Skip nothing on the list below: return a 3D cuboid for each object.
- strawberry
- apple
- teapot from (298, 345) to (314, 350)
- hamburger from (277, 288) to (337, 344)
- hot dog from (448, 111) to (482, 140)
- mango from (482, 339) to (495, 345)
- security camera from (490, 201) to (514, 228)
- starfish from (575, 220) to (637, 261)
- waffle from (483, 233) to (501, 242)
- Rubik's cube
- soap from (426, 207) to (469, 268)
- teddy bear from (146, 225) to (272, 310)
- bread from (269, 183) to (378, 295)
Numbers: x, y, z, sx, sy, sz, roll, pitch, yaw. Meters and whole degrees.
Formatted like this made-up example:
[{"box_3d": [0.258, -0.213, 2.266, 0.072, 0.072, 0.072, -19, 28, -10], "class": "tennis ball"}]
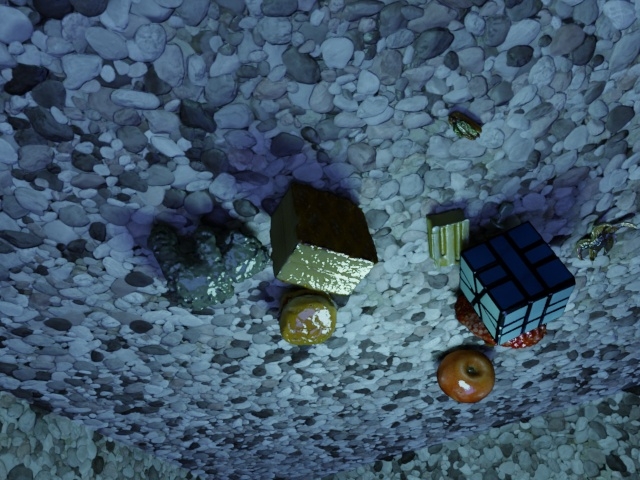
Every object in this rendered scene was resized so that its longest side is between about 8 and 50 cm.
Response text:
[{"box_3d": [0.713, 0.285, 2.046, 0.351, 0.312, 0.267, 4, 118, 12], "class": "strawberry"}, {"box_3d": [0.694, 0.639, 2.438, 0.271, 0.252, 0.206, 10, 135, -2], "class": "apple"}, {"box_3d": [-0.067, 0.372, 2.123, 0.148, 0.116, 0.146, -32, 121, 30], "class": "teapot"}, {"box_3d": [-0.052, 0.298, 1.971, 0.244, 0.163, 0.244, -7, 117, -13], "class": "hamburger"}, {"box_3d": [0.420, -0.327, 1.491, 0.133, 0.041, 0.056, 23, 129, -30], "class": "hot dog"}, {"box_3d": [0.827, 0.381, 2.279, 0.133, 0.111, 0.267, 25, 131, -12], "class": "mango"}, {"box_3d": [0.636, -0.094, 1.785, 0.058, 0.058, 0.092, 13, 121, -22], "class": "security camera"}, {"box_3d": [1.067, -0.008, 1.936, 0.216, 0.071, 0.238, -29, 144, 13], "class": "starfish"}, {"box_3d": [0.673, 0.008, 1.914, 0.135, 0.021, 0.092, -4, 138, -5], "class": "waffle"}, {"box_3d": [0.681, 0.155, 1.818, 0.283, 0.288, 0.293, -27, 147, 0], "class": "Rubik's cube"}, {"box_3d": [0.454, -0.005, 1.823, 0.135, 0.076, 0.233, -14, 137, 3], "class": "soap"}, {"box_3d": [-0.350, 0.078, 1.722, 0.367, 0.224, 0.357, -21, 137, -9], "class": "teddy bear"}, {"box_3d": [0.000, 0.000, 1.611, 0.279, 0.279, 0.207, 13, 131, -27], "class": "bread"}]
